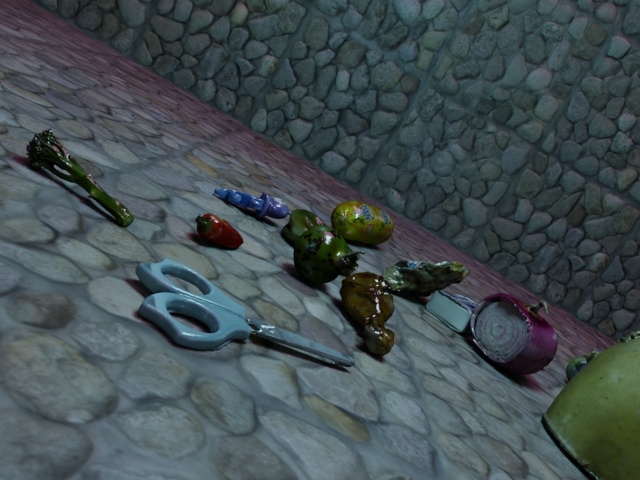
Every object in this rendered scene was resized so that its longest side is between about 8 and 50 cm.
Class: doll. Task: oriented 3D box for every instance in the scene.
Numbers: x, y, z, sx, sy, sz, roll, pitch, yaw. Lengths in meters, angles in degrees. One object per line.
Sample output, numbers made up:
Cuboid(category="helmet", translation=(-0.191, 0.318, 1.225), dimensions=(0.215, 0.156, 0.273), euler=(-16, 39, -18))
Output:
Cuboid(category="doll", translation=(-0.160, -0.092, 1.623), dimensions=(0.206, 0.067, 0.110), euler=(16, 7, -19))

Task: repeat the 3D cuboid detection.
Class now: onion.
Cuboid(category="onion", translation=(0.474, 0.229, 1.602), dimensions=(0.207, 0.200, 0.201), euler=(12, -5, 44))

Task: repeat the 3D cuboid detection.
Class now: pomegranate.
Cuboid(category="pomegranate", translation=(0.017, 0.033, 1.347), dimensions=(0.162, 0.122, 0.122), euler=(10, -1, 32))

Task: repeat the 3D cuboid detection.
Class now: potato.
Cuboid(category="potato", translation=(0.689, 0.355, 1.240), dimensions=(0.385, 0.319, 0.442), euler=(24, 16, -28))

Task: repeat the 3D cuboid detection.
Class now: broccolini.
Cuboid(category="broccolini", translation=(-0.392, -0.094, 1.068), dimensions=(0.216, 0.067, 0.058), euler=(43, 17, 13))

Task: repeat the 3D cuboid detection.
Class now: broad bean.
Cuboid(category="broad bean", translation=(-0.001, 0.002, 1.593), dimensions=(0.207, 0.072, 0.153), euler=(36, 25, 20))

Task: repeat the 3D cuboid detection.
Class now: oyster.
Cuboid(category="oyster", translation=(0.275, 0.099, 1.732), dimensions=(0.223, 0.083, 0.214), euler=(-9, -13, 21))

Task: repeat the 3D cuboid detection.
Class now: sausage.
Cuboid(category="sausage", translation=(0.134, -0.053, 2.055), dimensions=(0.123, 0.123, 0.347), euler=(36, 11, 24))

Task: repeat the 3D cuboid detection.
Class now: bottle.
Cuboid(category="bottle", translation=(0.697, 0.383, 1.687), dimensions=(0.093, 0.093, 0.330), euler=(32, 11, 7))

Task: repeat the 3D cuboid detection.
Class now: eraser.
Cuboid(category="eraser", translation=(0.384, 0.195, 1.762), dimensions=(0.124, 0.068, 0.210), euler=(34, 11, 35))

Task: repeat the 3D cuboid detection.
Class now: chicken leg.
Cuboid(category="chicken leg", translation=(0.094, 0.139, 1.246), dimensions=(0.107, 0.087, 0.251), euler=(8, 21, -6))

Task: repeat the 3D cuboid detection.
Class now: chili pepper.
Cuboid(category="chili pepper", translation=(-0.190, -0.017, 1.237), dimensions=(0.059, 0.050, 0.191), euler=(32, -1, 24))

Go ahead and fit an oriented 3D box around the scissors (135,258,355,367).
Cuboid(category="scissors", translation=(-0.091, 0.126, 0.929), dimensions=(0.360, 0.029, 0.191), euler=(27, 16, -30))
